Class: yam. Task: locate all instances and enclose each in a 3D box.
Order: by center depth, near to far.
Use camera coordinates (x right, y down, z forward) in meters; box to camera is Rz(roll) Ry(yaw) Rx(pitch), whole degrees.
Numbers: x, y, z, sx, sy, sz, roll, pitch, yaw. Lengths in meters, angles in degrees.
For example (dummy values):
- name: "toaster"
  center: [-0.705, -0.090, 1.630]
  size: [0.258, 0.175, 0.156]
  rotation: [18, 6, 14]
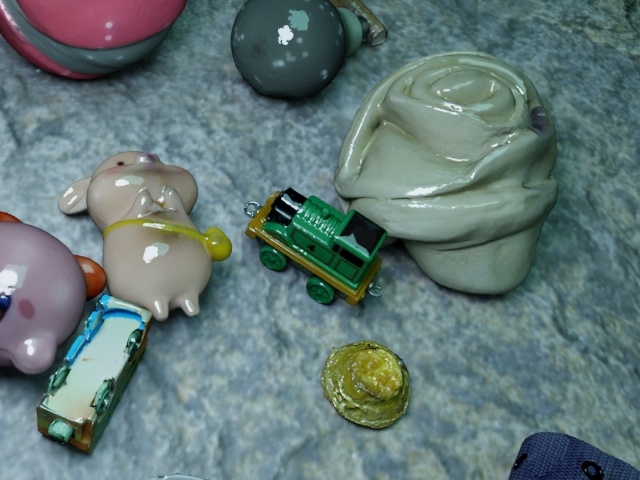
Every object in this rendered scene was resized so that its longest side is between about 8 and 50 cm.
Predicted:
- name: "yam"
  center: [0.024, -0.457, 1.612]
  size: [0.046, 0.046, 0.264]
  rotation: [-31, 74, -37]

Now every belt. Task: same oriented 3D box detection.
- name: "belt"
  center: [0.349, 0.341, 1.121]
  size: [0.230, 0.140, 0.126]
  rotation: [34, 44, 5]

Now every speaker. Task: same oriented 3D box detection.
- name: "speaker"
  center: [-0.323, -0.374, 1.248]
  size: [0.294, 0.294, 0.294]
  rotation: [12, 52, -15]

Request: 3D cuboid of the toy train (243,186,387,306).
- name: "toy train"
  center: [0.000, 0.000, 1.212]
  size: [0.227, 0.136, 0.091]
  rotation: [35, 50, 1]

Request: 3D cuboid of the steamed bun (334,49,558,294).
- name: "steamed bun"
  center: [0.208, -0.136, 1.325]
  size: [0.342, 0.255, 0.368]
  rotation: [16, 50, -9]

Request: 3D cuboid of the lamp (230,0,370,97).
- name: "lamp"
  center: [-0.032, -0.323, 1.445]
  size: [0.182, 0.182, 0.314]
  rotation: [37, 19, 5]

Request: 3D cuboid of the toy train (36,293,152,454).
- name: "toy train"
  center: [-0.261, 0.154, 1.013]
  size: [0.072, 0.099, 0.188]
  rotation: [24, 51, -2]

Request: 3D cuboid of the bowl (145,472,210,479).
- name: "bowl"
  center: [-0.156, 0.349, 0.925]
  size: [0.189, 0.086, 0.189]
  rotation: [12, 54, -16]

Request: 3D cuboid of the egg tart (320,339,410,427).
- name: "egg tart"
  center: [0.063, 0.182, 1.163]
  size: [0.130, 0.052, 0.130]
  rotation: [10, 56, -15]

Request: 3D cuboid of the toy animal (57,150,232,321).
- name: "toy animal"
  center: [-0.214, -0.008, 1.125]
  size: [0.165, 0.149, 0.248]
  rotation: [6, 45, -40]

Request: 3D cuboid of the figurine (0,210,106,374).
- name: "figurine"
  center: [-0.351, 0.062, 0.992]
  size: [0.173, 0.173, 0.173]
  rotation: [12, 52, -15]
